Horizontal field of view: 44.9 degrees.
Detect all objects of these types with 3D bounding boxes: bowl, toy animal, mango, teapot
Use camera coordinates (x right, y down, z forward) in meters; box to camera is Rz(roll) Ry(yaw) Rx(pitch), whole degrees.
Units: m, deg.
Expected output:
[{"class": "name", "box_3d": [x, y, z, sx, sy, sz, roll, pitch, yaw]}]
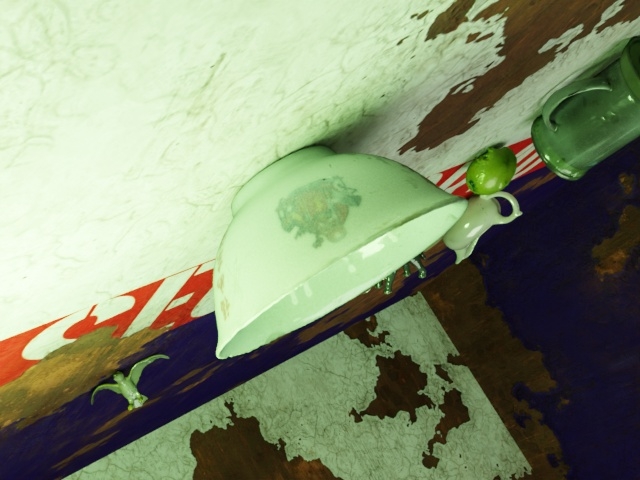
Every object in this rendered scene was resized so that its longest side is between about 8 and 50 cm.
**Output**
[{"class": "bowl", "box_3d": [-0.012, -0.014, 1.169, 0.434, 0.196, 0.435, -31, 169, -7]}, {"class": "toy animal", "box_3d": [-0.452, 0.349, 1.839, 0.219, 0.095, 0.155, -31, 173, -9]}, {"class": "toy animal", "box_3d": [0.167, 0.073, 2.098, 0.269, 0.137, 0.082, -14, -161, -18]}, {"class": "mango", "box_3d": [0.431, -0.174, 1.918, 0.178, 0.100, 0.119, -32, 170, -43]}, {"class": "teapot", "box_3d": [0.492, -0.056, 2.427, 0.208, 0.166, 0.299, -16, 167, -44]}, {"class": "teapot", "box_3d": [0.622, -0.287, 1.762, 0.270, 0.201, 0.337, 8, 149, -31]}]

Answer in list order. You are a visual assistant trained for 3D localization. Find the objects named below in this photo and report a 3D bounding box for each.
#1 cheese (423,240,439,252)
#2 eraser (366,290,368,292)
[{"class": "cheese", "box_3d": [0.342, -0.036, 2.351, 0.163, 0.071, 0.249, -20, 163, -46]}, {"class": "eraser", "box_3d": [0.124, 0.097, 2.294, 0.171, 0.087, 0.290, -38, 168, 6]}]
